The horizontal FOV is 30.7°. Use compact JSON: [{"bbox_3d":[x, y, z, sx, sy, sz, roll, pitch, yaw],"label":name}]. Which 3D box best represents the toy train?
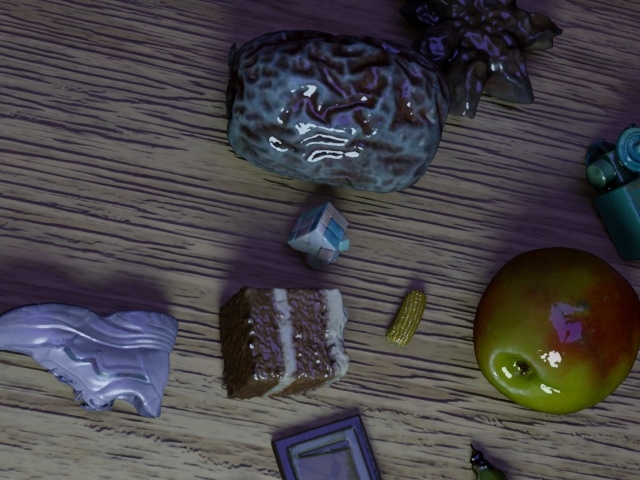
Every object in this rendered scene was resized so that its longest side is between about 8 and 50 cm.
[{"bbox_3d":[0.549,-0.106,1.793,0.298,0.120,0.194,-24,87,-20],"label":"toy train"}]

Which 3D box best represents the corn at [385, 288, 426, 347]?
[{"bbox_3d":[0.123,0.110,1.649,0.037,0.037,0.092,28,67,-4],"label":"corn"}]

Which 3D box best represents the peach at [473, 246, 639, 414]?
[{"bbox_3d":[0.326,0.122,1.602,0.231,0.231,0.231,4,71,-13],"label":"peach"}]

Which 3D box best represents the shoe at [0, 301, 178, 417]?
[{"bbox_3d":[-0.305,0.155,1.494,0.245,0.095,0.137,6,68,-19],"label":"shoe"}]

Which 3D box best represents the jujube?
[{"bbox_3d":[0.021,-0.182,1.623,0.317,0.226,0.226,11,70,-9],"label":"jujube"}]

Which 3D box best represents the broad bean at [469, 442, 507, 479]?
[{"bbox_3d":[0.257,0.434,1.562,0.077,0.061,0.339,-11,75,-29],"label":"broad bean"}]

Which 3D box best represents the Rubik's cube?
[{"bbox_3d":[0.002,-0.002,1.638,0.073,0.084,0.075,44,63,-21],"label":"Rubik's cube"}]

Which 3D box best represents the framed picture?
[{"bbox_3d":[0.020,0.330,1.556,0.128,0.023,0.168,-14,76,-18],"label":"framed picture"}]

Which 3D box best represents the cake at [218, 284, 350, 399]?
[{"bbox_3d":[-0.048,0.135,1.551,0.147,0.134,0.135,0,72,-24],"label":"cake"}]

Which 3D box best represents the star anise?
[{"bbox_3d":[0.213,-0.327,1.779,0.315,0.108,0.315,5,76,-19],"label":"star anise"}]
